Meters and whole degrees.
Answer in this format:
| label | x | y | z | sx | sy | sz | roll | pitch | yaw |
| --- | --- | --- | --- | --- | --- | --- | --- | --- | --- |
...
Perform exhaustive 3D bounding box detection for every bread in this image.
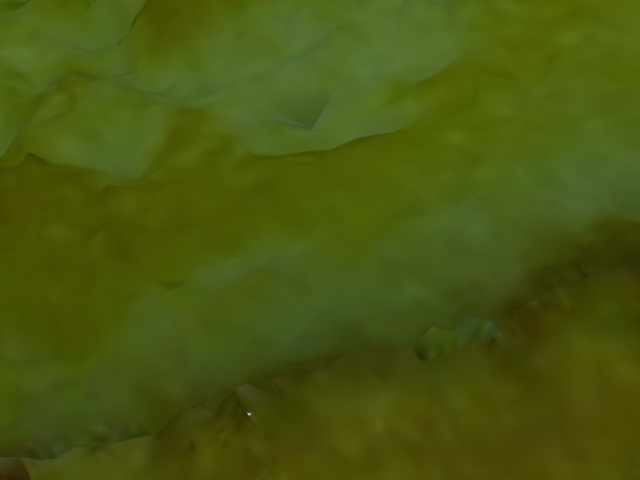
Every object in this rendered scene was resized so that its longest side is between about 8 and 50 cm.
| label | x | y | z | sx | sy | sz | roll | pitch | yaw |
| --- | --- | --- | --- | --- | --- | --- | --- | --- | --- |
| bread | 0.000 | 0.000 | 0.479 | 0.398 | 0.398 | 0.215 | 53 | 165 | 48 |
